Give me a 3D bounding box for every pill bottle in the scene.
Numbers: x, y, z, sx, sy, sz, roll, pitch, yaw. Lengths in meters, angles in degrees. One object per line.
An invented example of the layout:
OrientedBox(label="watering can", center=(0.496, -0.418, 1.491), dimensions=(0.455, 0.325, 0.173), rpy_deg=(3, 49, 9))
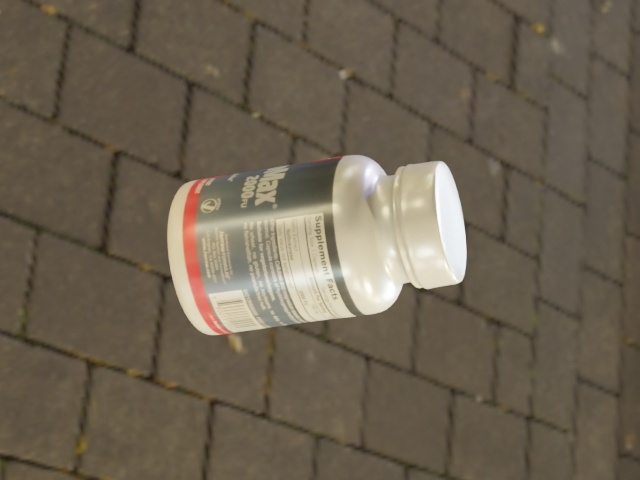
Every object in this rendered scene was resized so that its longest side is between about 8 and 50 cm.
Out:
OrientedBox(label="pill bottle", center=(0.000, 0.000, 1.076), dimensions=(0.108, 0.180, 0.108), rpy_deg=(-8, 90, -73))
